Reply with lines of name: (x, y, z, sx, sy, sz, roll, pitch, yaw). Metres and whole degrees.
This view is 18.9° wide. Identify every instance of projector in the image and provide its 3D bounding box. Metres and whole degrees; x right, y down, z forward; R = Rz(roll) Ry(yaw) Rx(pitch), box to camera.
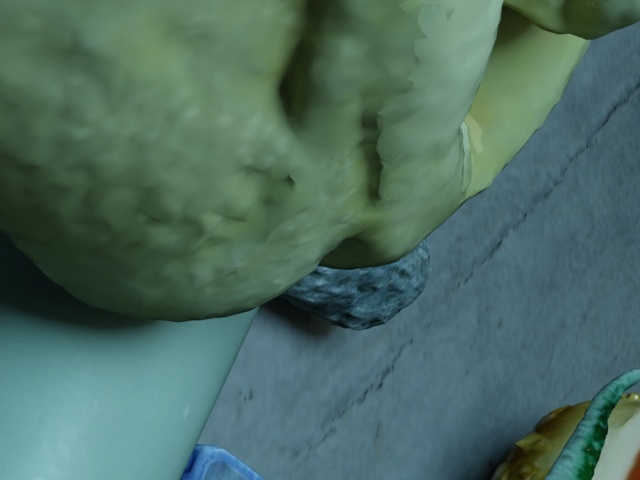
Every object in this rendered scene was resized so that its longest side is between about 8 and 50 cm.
projector: (-0.072, 0.008, 0.661, 0.108, 0.108, 0.337, 61, 39, -38)

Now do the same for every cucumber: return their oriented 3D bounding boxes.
cucumber: (0.001, 0.001, 0.832, 0.112, 0.064, 0.064, 25, 66, -57)

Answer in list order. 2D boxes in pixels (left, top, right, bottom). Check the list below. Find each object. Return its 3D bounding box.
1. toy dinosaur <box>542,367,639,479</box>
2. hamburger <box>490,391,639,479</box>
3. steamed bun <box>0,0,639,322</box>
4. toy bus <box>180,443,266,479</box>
toy dinosaur: (0.024, 0.145, 0.824, 0.129, 0.076, 0.383, 36, 58, 0)
hamburger: (0.206, 0.237, 0.984, 0.330, 0.250, 0.330, 0, 90, -67)
steamed bun: (-0.036, -0.178, 0.546, 0.325, 0.230, 0.372, 8, 67, -43)
toy bus: (-0.074, 0.188, 0.681, 0.094, 0.079, 0.236, 42, 51, -31)
